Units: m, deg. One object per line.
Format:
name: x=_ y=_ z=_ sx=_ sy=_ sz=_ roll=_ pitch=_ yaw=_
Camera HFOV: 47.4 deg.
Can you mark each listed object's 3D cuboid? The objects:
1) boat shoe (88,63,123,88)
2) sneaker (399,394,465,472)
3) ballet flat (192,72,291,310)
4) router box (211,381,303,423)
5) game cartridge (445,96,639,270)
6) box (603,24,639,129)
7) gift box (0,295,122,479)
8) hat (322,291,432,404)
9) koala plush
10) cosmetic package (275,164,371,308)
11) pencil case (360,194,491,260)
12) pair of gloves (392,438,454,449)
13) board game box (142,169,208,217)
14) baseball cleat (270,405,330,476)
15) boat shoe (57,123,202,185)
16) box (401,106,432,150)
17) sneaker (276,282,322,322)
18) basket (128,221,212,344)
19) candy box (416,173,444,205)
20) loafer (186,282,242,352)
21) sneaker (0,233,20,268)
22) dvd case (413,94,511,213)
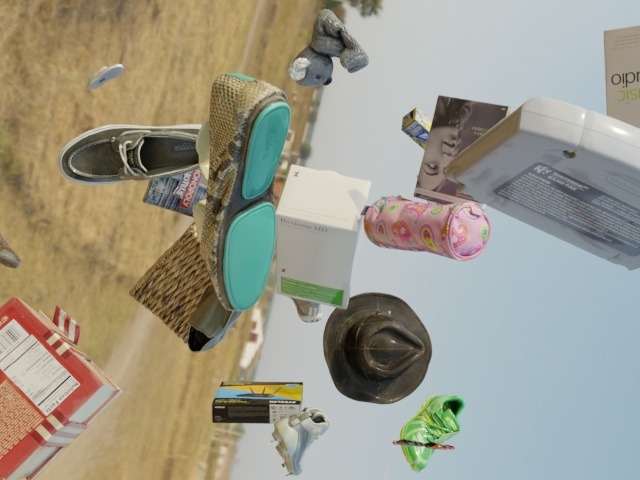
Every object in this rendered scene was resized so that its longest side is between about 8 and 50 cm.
boat shoe: x=-0.533 y=-0.414 z=1.804 sx=0.035 sy=0.100 sz=0.035 roll=30 pitch=34 yaw=-62
sneaker: x=0.314 y=0.517 z=2.023 sx=0.123 sy=0.109 sz=0.295 roll=-29 pitch=-170 yaw=40
ballet flat: x=-0.167 y=-0.094 z=1.392 sx=0.164 sy=0.182 sz=0.483 roll=-28 pitch=139 yaw=-42
router box: x=-0.127 y=0.335 z=1.515 sx=0.133 sy=0.179 sz=0.046 roll=-84 pitch=175 yaw=-81
game cartridge: x=0.310 y=-0.055 z=0.811 sx=0.196 sy=0.294 sz=0.060 roll=145 pitch=-34 yaw=-69
box: x=0.714 y=-0.287 z=1.505 sx=0.058 sy=0.232 sz=0.322 roll=-18 pitch=104 yaw=-58
gift box: x=-0.527 y=0.248 z=1.301 sx=0.255 sy=0.276 sz=0.258 roll=-40 pitch=173 yaw=-17
hat: x=0.178 y=0.280 z=1.919 sx=0.134 sy=0.331 sz=0.331 roll=-22 pitch=-128 yaw=63
koala plush: x=0.001 y=-0.540 z=2.156 sx=0.221 sy=0.203 sz=0.196 roll=-39 pitch=-178 yaw=11
cosmetic package: x=0.000 y=0.000 z=1.764 sx=0.365 sy=0.197 sz=0.155 roll=92 pitch=12 yaw=-57
pencil case: x=0.208 y=-0.030 z=1.489 sx=0.284 sy=0.124 sz=0.124 roll=11 pitch=-93 yaw=57
pair of gloves: x=0.159 y=0.315 z=1.127 sx=0.074 sy=0.083 sz=0.010 roll=135 pitch=-37 yaw=-68
board game box: x=-0.337 y=-0.155 z=1.900 sx=0.194 sy=0.194 sz=0.060 roll=-67 pitch=-155 yaw=12
baseball cleat: x=-0.029 y=0.362 z=1.310 sx=0.072 sy=0.109 sz=0.206 roll=57 pitch=-14 yaw=26
boat shoe: x=-0.369 y=-0.181 z=1.485 sx=0.119 sy=0.335 sz=0.121 roll=-125 pitch=-156 yaw=-72
box: x=0.293 y=-0.276 z=1.947 sx=0.054 sy=0.169 sz=0.059 roll=-33 pitch=-148 yaw=38
sneaker: x=-0.050 y=0.112 z=2.024 sx=0.229 sy=0.086 sz=0.132 roll=50 pitch=-39 yaw=45
basket: x=-0.315 y=0.087 z=1.937 sx=0.299 sy=0.223 sz=0.213 roll=-44 pitch=-170 yaw=23
candy box: x=0.387 y=-0.170 z=2.202 sx=0.071 sy=0.159 sz=0.233 roll=61 pitch=10 yaw=-19
loafer: x=-0.240 y=0.174 z=1.633 sx=0.087 sy=0.094 sz=0.251 roll=-45 pitch=165 yaw=-45
sneaker: x=-0.750 y=-0.006 z=1.652 sx=0.071 sy=0.188 sz=0.066 roll=-60 pitch=171 yaw=-24
dvd case: x=0.288 y=-0.179 z=1.503 sx=0.018 sy=0.164 sz=0.221 roll=2 pitch=103 yaw=-52
